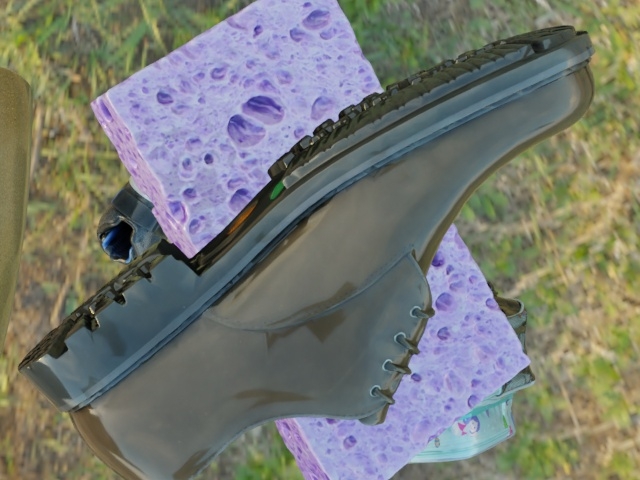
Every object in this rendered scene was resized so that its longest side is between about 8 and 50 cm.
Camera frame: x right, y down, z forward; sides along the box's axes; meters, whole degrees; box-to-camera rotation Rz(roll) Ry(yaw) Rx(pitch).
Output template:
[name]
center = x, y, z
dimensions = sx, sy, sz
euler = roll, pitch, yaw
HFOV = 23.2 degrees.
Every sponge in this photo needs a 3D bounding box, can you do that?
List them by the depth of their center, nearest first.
[sponge]
center = 0.000, 0.000, 0.687
dimensions = 0.117, 0.031, 0.210
euler = -34, 101, -24

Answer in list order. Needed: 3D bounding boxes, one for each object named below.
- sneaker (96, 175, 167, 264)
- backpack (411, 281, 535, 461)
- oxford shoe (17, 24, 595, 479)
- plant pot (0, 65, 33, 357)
[sneaker]
center = -0.165, -0.028, 1.521
dimensions = 0.079, 0.217, 0.121
euler = 36, 84, 7
[backpack]
center = 0.095, 0.142, 1.668
dimensions = 0.225, 0.253, 0.191
euler = -4, 87, 25
[oxford shoe]
center = 0.012, 0.009, 0.552
dimensions = 0.227, 0.083, 0.096
euler = -37, 98, 7
[plant pot]
center = -0.349, 0.002, 1.317
dimensions = 0.237, 0.237, 0.254
euler = -9, 76, 0
